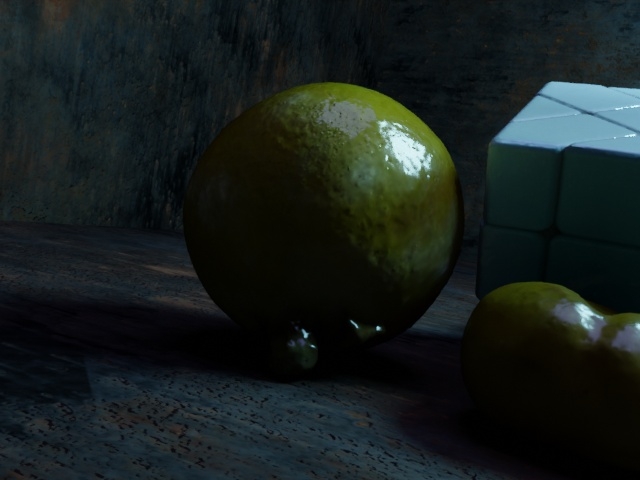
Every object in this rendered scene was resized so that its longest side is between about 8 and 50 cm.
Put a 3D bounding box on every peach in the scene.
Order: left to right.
[{"bbox_3d":[0.255,0.120,0.711,0.251,0.153,0.251,9,11,-2],"label":"peach"}]

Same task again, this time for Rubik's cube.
[{"bbox_3d":[0.391,-0.003,0.959,0.321,0.316,0.319,12,27,24],"label":"Rubik's cube"}]

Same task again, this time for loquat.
[{"bbox_3d":[0.000,0.000,0.886,0.328,0.360,0.328,8,-37,6],"label":"loquat"}]
